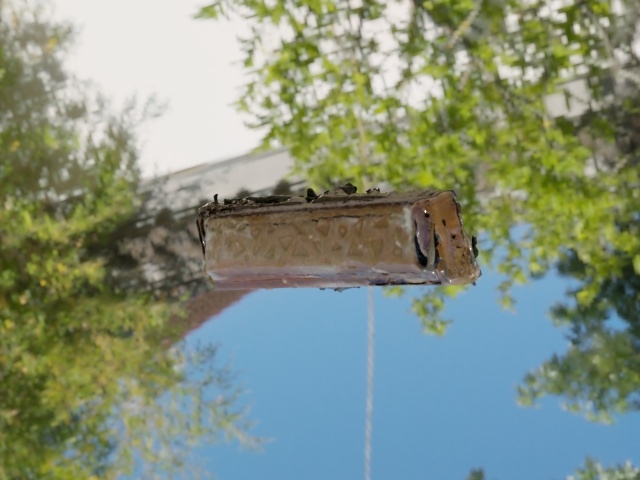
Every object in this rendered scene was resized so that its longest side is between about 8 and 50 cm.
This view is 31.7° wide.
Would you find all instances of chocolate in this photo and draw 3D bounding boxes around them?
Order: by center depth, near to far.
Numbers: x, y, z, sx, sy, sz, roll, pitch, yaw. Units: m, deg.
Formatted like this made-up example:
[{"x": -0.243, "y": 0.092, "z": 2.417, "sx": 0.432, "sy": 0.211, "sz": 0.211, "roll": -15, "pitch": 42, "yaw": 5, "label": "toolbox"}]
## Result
[{"x": -0.003, "y": 0.005, "z": 1.012, "sx": 0.329, "sy": 0.102, "sz": 0.065, "roll": -2, "pitch": -165, "yaw": 46, "label": "chocolate"}]
